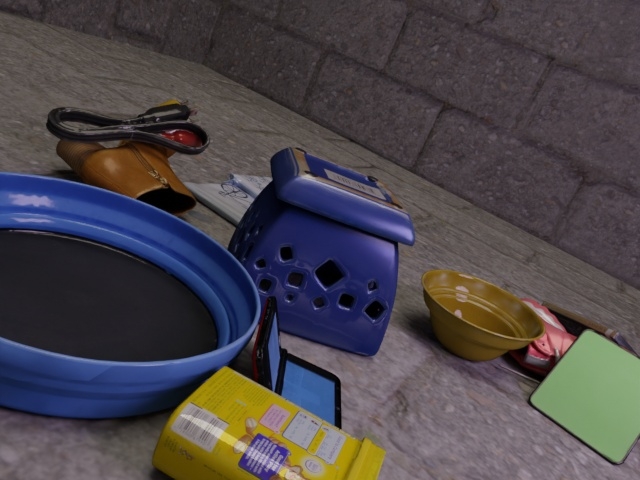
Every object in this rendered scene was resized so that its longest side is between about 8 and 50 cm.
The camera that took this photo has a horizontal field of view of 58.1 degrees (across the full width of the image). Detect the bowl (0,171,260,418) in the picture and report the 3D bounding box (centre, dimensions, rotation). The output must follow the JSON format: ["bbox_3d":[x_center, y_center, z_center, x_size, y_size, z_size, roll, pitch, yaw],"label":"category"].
[{"bbox_3d":[-0.259,0.042,0.626,0.391,0.077,0.391,22,17,-7],"label":"bowl"}]

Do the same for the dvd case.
[{"bbox_3d":[0.539,0.202,1.112,0.164,0.018,0.221,45,-3,-14],"label":"dvd case"}]

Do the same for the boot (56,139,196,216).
[{"bbox_3d":[-0.295,-0.120,1.036,0.211,0.104,0.295,35,25,16],"label":"boot"}]

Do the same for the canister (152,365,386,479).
[{"bbox_3d":[-0.041,0.188,0.496,0.170,0.073,0.126,26,17,11],"label":"canister"}]

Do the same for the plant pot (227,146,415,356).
[{"bbox_3d":[0.000,0.000,0.861,0.236,0.212,0.236,19,17,-14],"label":"plant pot"}]

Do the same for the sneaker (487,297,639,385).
[{"bbox_3d":[0.416,0.214,0.999,0.136,0.116,0.314,-6,27,-40],"label":"sneaker"}]

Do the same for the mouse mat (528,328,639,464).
[{"bbox_3d":[0.437,0.235,0.898,0.189,0.007,0.152,-38,55,-26],"label":"mouse mat"}]

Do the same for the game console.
[{"bbox_3d":[-0.022,0.141,0.643,0.085,0.124,0.144,-3,18,2],"label":"game console"}]

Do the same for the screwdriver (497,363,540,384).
[{"bbox_3d":[0.373,0.239,0.961,0.170,0.024,0.025,28,47,6],"label":"screwdriver"}]

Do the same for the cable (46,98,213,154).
[{"bbox_3d":[-0.309,-0.180,0.989,0.287,0.072,0.139,-22,70,-40],"label":"cable"}]

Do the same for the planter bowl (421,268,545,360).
[{"bbox_3d":[0.257,0.140,0.977,0.217,0.090,0.217,17,21,-7],"label":"planter bowl"}]

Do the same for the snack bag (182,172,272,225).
[{"bbox_3d":[-0.083,-0.058,1.210,0.323,0.037,0.342,33,20,25],"label":"snack bag"}]
